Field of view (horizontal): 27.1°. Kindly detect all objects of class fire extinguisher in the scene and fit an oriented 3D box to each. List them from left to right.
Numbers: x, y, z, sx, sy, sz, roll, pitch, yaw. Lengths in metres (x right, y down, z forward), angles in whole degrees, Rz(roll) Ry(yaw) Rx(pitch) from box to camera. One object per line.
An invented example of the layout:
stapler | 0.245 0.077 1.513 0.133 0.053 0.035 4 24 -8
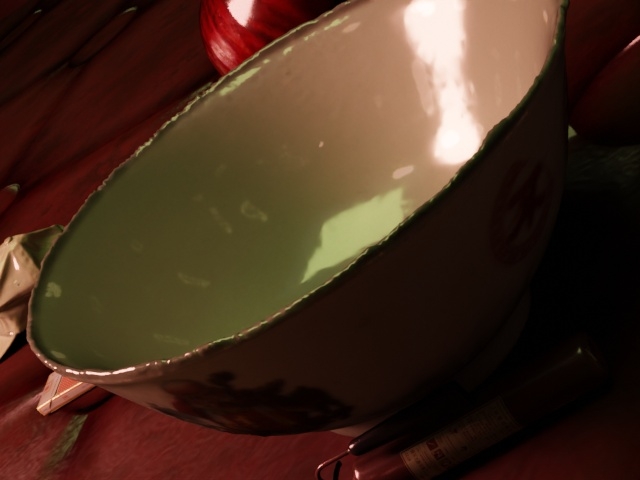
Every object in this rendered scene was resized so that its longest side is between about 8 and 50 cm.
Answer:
fire extinguisher | 0.060 0.095 0.664 0.173 0.049 0.035 -33 68 19

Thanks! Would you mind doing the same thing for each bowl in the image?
bowl | 0.017 0.004 0.741 0.337 0.157 0.337 -28 26 15

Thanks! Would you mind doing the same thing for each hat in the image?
hat | -0.296 0.047 1.279 0.166 0.081 0.122 -43 18 22

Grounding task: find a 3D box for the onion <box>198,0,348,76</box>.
onion | -0.020 -0.257 1.150 0.273 0.285 0.273 -55 5 8

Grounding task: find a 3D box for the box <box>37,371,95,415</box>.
box | -0.192 0.107 1.077 0.083 0.012 0.046 -30 26 22
